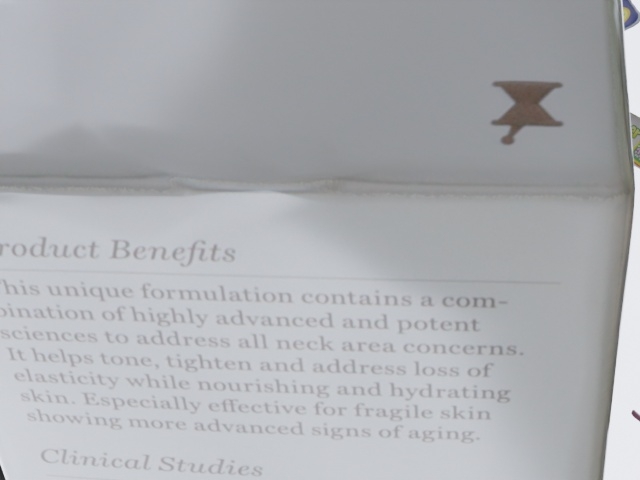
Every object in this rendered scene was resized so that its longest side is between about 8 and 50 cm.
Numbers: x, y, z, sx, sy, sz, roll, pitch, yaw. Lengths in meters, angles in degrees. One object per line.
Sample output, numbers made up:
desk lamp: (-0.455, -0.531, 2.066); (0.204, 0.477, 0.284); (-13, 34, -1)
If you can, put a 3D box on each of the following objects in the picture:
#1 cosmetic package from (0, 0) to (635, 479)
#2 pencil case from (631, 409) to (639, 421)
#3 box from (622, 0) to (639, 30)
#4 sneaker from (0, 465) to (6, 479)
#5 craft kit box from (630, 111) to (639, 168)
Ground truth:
cosmetic package: (0.000, 0.000, 0.911); (0.394, 0.329, 0.327); (86, -171, -45)
pencil case: (0.260, 0.034, 0.890); (0.098, 0.095, 0.209); (26, -94, -10)
box: (0.172, -0.199, 1.293); (0.036, 0.136, 0.225); (56, -169, -39)
sneaker: (-0.207, 0.164, 1.083); (0.286, 0.109, 0.130); (57, -143, 3)
craft kit box: (0.253, -0.164, 1.756); (0.250, 0.246, 0.061); (24, -84, -24)
